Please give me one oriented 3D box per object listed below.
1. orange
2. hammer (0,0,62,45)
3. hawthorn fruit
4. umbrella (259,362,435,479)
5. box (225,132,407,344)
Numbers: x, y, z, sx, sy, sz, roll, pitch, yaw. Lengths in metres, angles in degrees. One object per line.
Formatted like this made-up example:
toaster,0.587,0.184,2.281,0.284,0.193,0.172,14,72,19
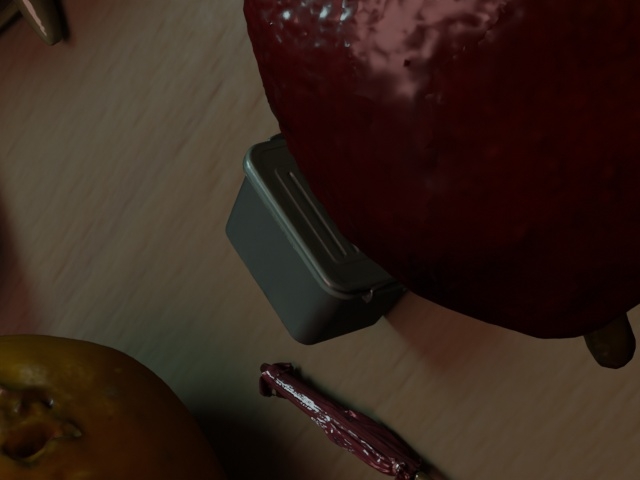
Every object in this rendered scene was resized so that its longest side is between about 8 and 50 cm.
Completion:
orange,-0.202,0.209,1.259,0.312,0.312,0.312,11,106,44
hammer,-0.247,-0.135,1.442,0.195,0.028,0.060,-30,83,48
hawthorn fruit,0.100,-0.082,0.935,0.265,0.265,0.307,8,122,45
umbrella,0.019,0.118,1.211,0.165,0.025,0.027,33,95,37
box,0.000,0.000,1.170,0.122,0.084,0.069,57,139,23
